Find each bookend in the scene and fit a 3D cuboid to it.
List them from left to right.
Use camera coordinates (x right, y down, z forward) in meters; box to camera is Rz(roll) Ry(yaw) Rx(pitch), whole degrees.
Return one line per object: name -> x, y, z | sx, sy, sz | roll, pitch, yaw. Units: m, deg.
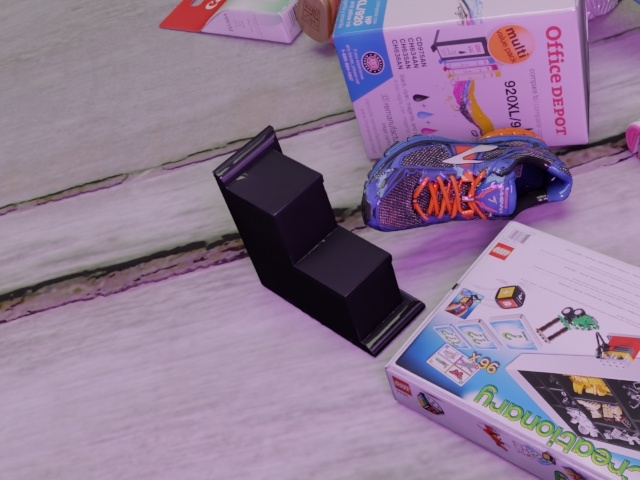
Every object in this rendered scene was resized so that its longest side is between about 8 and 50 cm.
bookend -> 0.000, 0.000, 0.871 | 0.072, 0.157, 0.156 | -42, 48, -21

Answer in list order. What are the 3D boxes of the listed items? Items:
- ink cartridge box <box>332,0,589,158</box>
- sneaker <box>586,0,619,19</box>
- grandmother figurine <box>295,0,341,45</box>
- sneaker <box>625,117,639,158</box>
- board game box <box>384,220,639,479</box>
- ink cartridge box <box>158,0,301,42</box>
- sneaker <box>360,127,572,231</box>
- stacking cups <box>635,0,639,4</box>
ink cartridge box -> 0.155, -0.204, 1.009 | 0.233, 0.171, 0.168 | -3, 46, 17
sneaker -> 0.293, -0.345, 1.163 | 0.153, 0.094, 0.235 | 19, 62, 41
grandmother figurine -> 0.121, -0.356, 1.231 | 0.208, 0.104, 0.342 | 44, 65, 14
sneaker -> 0.373, -0.099, 0.903 | 0.170, 0.063, 0.075 | 21, 59, 44
board game box -> 0.228, 0.107, 0.762 | 0.305, 0.053, 0.193 | 25, 58, 36
ink cartridge box -> -0.093, -0.347, 1.321 | 0.225, 0.056, 0.181 | 15, 53, 28
sneaker -> 0.136, -0.053, 0.887 | 0.221, 0.083, 0.087 | -17, 30, -24
stacking cups -> 0.353, -0.266, 0.998 | 0.096, 0.096, 0.316 | -39, 64, -19
